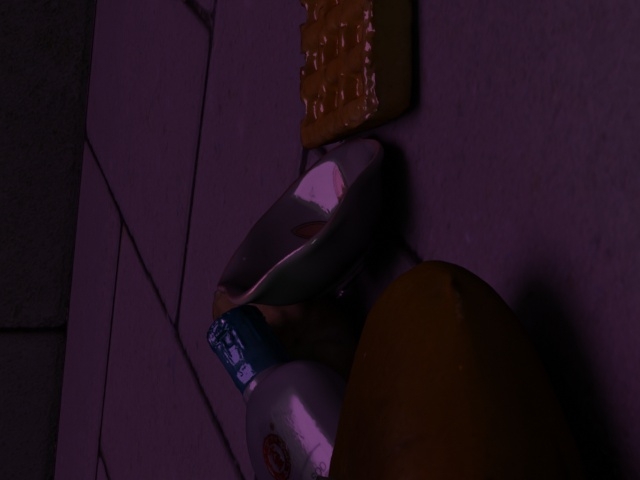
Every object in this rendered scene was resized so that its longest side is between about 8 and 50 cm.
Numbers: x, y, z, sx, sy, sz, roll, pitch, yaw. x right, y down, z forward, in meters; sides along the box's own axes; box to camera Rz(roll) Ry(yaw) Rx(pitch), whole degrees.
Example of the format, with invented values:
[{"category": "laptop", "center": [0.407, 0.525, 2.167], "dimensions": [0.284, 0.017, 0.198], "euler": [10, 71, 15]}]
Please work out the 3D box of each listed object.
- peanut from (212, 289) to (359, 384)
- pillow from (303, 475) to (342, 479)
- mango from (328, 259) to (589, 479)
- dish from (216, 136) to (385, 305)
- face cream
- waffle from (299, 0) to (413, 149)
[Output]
[{"category": "peanut", "center": [-0.046, 0.092, 1.574], "dimensions": [0.290, 0.130, 0.130], "euler": [-144, 57, -69]}, {"category": "pillow", "center": [0.125, 0.303, 0.863], "dimensions": [0.119, 0.312, 0.310], "euler": [-25, -58, -70]}, {"category": "mango", "center": [0.092, 0.190, 1.067], "dimensions": [0.253, 0.182, 0.365], "euler": [128, 139, -62]}, {"category": "dish", "center": [0.000, 0.000, 1.454], "dimensions": [0.229, 0.081, 0.229], "euler": [-43, 16, 15]}, {"category": "face cream", "center": [-0.004, 0.200, 1.361], "dimensions": [0.337, 0.080, 0.163], "euler": [55, 139, 29]}, {"category": "waffle", "center": [0.034, -0.226, 1.471], "dimensions": [0.221, 0.055, 0.248], "euler": [167, 105, -71]}]
